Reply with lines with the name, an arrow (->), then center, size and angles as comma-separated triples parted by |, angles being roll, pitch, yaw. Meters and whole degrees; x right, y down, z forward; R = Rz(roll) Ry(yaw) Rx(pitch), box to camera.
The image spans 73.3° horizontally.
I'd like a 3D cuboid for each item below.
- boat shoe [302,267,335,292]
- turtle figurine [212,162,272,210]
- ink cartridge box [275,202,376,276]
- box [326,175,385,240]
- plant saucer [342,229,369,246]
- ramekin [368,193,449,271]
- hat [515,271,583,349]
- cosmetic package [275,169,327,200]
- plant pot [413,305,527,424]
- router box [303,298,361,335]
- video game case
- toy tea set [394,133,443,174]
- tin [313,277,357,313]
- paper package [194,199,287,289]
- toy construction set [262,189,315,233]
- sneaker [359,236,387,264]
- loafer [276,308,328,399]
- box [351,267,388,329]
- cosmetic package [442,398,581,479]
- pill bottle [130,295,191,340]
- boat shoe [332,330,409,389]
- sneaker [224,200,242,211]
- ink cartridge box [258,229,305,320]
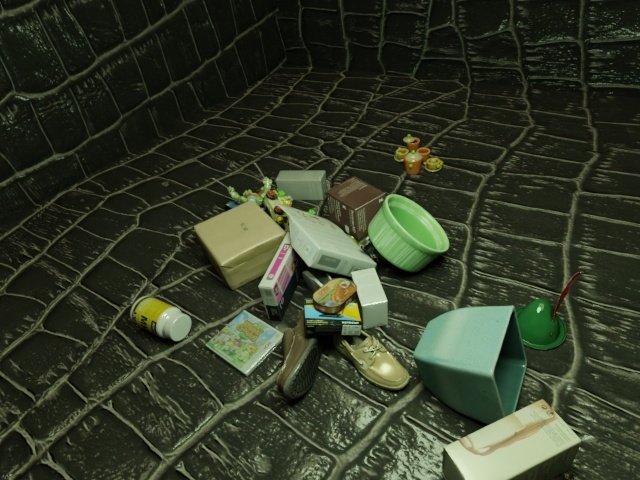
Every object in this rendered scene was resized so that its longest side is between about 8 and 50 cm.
boat shoe -> 0.042, 0.179, 1.599 | 0.091, 0.114, 0.302 | -32, 45, -17
turtle figurine -> -0.334, -0.256, 2.079 | 0.198, 0.274, 0.266 | -43, 5, 2
ink cartridge box -> 0.000, 0.000, 1.710 | 0.308, 0.091, 0.385 | 16, 19, -39
box -> 0.154, -0.142, 1.849 | 0.167, 0.168, 0.203 | -30, 43, -23
plant saucer -> 0.191, -0.048, 1.898 | 0.189, 0.045, 0.188 | -6, 39, 3
ramekin -> 0.330, -0.022, 1.661 | 0.304, 0.148, 0.303 | 26, 33, -19
hat -> 0.710, 0.211, 1.373 | 0.173, 0.183, 0.208 | 14, 45, 27
cosmetic package -> -0.095, -0.278, 2.171 | 0.238, 0.127, 0.107 | 5, 42, 14
plant pot -> 0.421, 0.345, 1.238 | 0.253, 0.247, 0.247 | 0, 37, 39
router box -> 0.036, 0.248, 1.401 | 0.179, 0.046, 0.133 | 2, 30, -6
video game case -> -0.265, 0.355, 1.516 | 0.213, 0.023, 0.193 | 23, 49, 33
toy tea set -> 0.502, -0.476, 2.292 | 0.200, 0.124, 0.336 | -16, 40, -8
tin -> 0.048, 0.183, 1.438 | 0.106, 0.040, 0.190 | 23, 31, 25
paper package -> -0.332, 0.012, 1.833 | 0.310, 0.168, 0.325 | -27, 43, -20
toy construction set -> -0.142, -0.134, 1.961 | 0.215, 0.151, 0.327 | 0, 30, -34
sneaker -> 0.223, 0.043, 1.696 | 0.072, 0.178, 0.077 | -47, 52, 12
loafer -> -0.068, 0.358, 1.406 | 0.130, 0.133, 0.366 | 3, 31, 19
box -> 0.173, 0.205, 1.528 | 0.091, 0.130, 0.170 | -11, 40, -4
cosmetic package -> 0.461, 0.535, 1.058 | 0.297, 0.153, 0.129 | -18, 38, -13
pill bottle -> -0.586, 0.289, 1.584 | 0.209, 0.119, 0.119 | 15, 45, 28
boat shoe -> 0.150, 0.357, 1.372 | 0.109, 0.098, 0.302 | -33, 45, -26
sneaker -> -0.388, -0.144, 2.110 | 0.082, 0.069, 0.209 | -30, 43, -28
ink cartridge box -> -0.129, 0.112, 1.663 | 0.069, 0.175, 0.370 | 3, 41, 16
